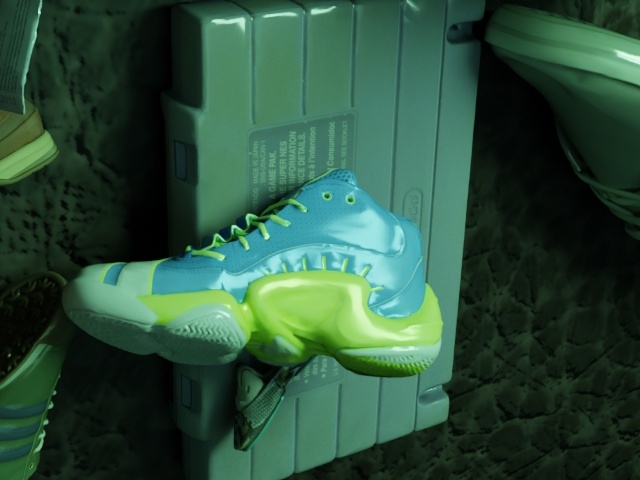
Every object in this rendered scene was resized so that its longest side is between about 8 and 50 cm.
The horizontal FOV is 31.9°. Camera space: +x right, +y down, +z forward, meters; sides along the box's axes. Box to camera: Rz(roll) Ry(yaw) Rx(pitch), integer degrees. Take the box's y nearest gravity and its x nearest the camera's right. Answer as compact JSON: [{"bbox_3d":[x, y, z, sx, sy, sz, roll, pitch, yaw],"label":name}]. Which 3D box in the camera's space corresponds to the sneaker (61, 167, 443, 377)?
[{"bbox_3d":[-0.037,0.014,0.698,0.240,0.091,0.126,10,72,-23],"label":"sneaker"}]

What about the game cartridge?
[{"bbox_3d":[0.000,0.000,0.792,0.230,0.068,0.355,-11,118,-26],"label":"game cartridge"}]

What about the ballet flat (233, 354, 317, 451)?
[{"bbox_3d":[-0.033,0.087,0.756,0.114,0.041,0.041,-53,130,-2],"label":"ballet flat"}]

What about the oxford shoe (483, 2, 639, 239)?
[{"bbox_3d":[0.277,-0.061,0.889,0.449,0.169,0.130,22,100,-44],"label":"oxford shoe"}]

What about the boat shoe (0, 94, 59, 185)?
[{"bbox_3d":[-0.209,-0.040,0.588,0.178,0.064,0.060,-48,120,-58],"label":"boat shoe"}]

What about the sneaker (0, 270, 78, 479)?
[{"bbox_3d":[-0.204,0.111,0.706,0.192,0.064,0.086,-49,137,-4],"label":"sneaker"}]

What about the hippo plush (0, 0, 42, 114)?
[{"bbox_3d":[-0.040,-0.203,0.550,0.236,0.234,0.294,-4,113,-33],"label":"hippo plush"}]
